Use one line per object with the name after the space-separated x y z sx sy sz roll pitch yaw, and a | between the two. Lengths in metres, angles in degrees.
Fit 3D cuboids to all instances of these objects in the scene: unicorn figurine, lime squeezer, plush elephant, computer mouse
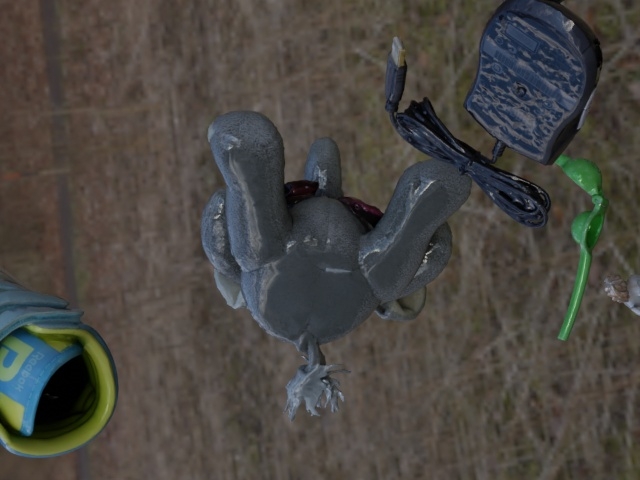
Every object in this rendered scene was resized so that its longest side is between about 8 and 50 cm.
0.333 0.069 1.139 0.060 0.162 0.111 -52 5 1 | unicorn figurine
0.314 -0.035 1.570 0.059 0.110 0.310 34 -138 -75 | lime squeezer
0.000 0.000 1.372 0.255 0.272 0.330 -98 15 -68 | plush elephant
0.139 -0.134 0.996 0.184 0.060 0.262 36 155 18 | computer mouse

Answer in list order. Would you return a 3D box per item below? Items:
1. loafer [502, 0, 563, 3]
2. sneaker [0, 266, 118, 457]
0.131 -0.362 1.100 0.130 0.134 0.366 47 167 46 | loafer
-0.278 0.048 0.900 0.127 0.319 0.208 -61 26 -6 | sneaker
